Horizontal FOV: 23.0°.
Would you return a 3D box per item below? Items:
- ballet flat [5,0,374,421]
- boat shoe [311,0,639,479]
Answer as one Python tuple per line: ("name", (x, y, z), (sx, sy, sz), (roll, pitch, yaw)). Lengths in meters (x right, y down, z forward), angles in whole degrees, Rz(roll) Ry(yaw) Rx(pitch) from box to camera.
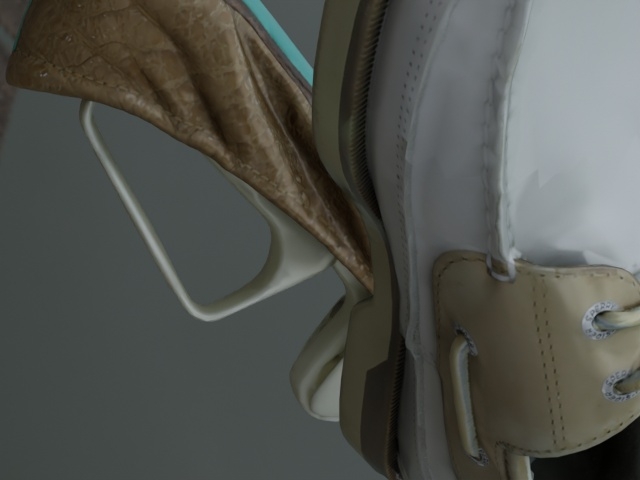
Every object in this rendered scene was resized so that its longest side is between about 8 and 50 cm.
("ballet flat", (0.000, 0.000, 0.696), (0.342, 0.124, 0.116), (42, 0, -17))
("boat shoe", (0.070, -0.002, 0.431), (0.113, 0.103, 0.302), (-39, 152, -21))
